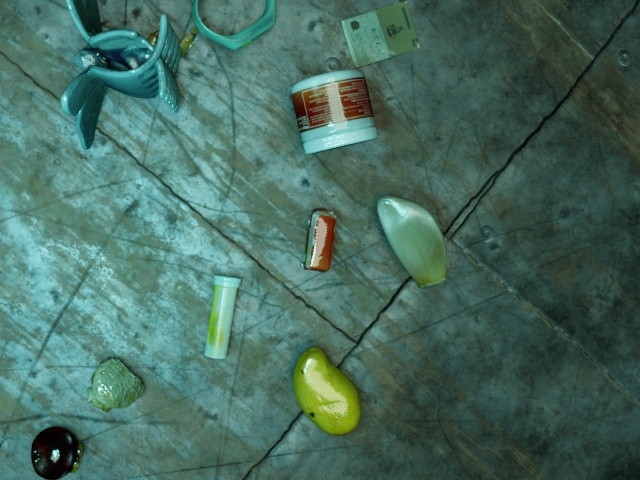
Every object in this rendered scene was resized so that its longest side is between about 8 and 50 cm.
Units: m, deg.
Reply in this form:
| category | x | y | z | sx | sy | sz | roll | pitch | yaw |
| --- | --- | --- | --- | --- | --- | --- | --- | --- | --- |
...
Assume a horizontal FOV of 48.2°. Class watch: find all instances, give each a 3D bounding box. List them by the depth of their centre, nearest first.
| category | x | y | z | sx | sy | sz | roll | pitch | yaw |
| --- | --- | --- | --- | --- | --- | --- | --- | --- | --- |
| watch | -0.218 | -0.614 | 1.871 | 0.237 | 0.068 | 0.195 | -36 | 104 | -14 |

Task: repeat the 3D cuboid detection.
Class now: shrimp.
| category | x | y | z | sx | sy | sz | roll | pitch | yaw |
| --- | --- | --- | --- | --- | --- | --- | --- | --- | --- |
| shrimp | -0.390 | -0.516 | 1.866 | 0.162 | 0.045 | 0.095 | -42 | 79 | -3 |

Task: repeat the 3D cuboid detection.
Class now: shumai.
| category | x | y | z | sx | sy | sz | roll | pitch | yaw |
| --- | --- | --- | --- | --- | --- | --- | --- | --- | --- |
| shumai | -0.544 | 0.378 | 1.837 | 0.116 | 0.145 | 0.145 | -31 | 101 | 33 |

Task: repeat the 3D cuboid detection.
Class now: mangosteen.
| category | x | y | z | sx | sy | sz | roll | pitch | yaw |
| --- | --- | --- | --- | --- | --- | --- | --- | --- | --- |
| mangosteen | -0.661 | 0.538 | 1.813 | 0.140 | 0.140 | 0.140 | -1 | 93 | -13 |

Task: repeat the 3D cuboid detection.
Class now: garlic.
| category | x | y | z | sx | sy | sz | roll | pitch | yaw |
| --- | --- | --- | --- | --- | --- | --- | --- | --- | --- |
| garlic | 0.268 | -0.004 | 1.992 | 0.143 | 0.112 | 0.318 | -25 | 105 | 13 |

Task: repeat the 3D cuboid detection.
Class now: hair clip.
| category | x | y | z | sx | sy | sz | roll | pitch | yaw |
| --- | --- | --- | --- | --- | --- | --- | --- | --- | --- |
| hair clip | -0.465 | -0.418 | 1.695 | 0.239 | 0.318 | 0.392 | 3 | 90 | -5 |

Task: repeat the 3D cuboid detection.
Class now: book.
| category | x | y | z | sx | sy | sz | roll | pitch | yaw |
| --- | --- | --- | --- | --- | --- | --- | --- | --- | --- |
| book | 0.168 | -0.574 | 1.992 | 0.199 | 0.016 | 0.138 | -20 | 97 | -11 |

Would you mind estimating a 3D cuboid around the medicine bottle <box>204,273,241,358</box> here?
| category | x | y | z | sx | sy | sz | roll | pitch | yaw |
| --- | --- | --- | --- | --- | --- | --- | --- | --- | --- |
| medicine bottle | -0.264 | 0.201 | 1.905 | 0.074 | 0.074 | 0.218 | 9 | 93 | -13 |

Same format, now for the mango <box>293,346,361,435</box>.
| category | x | y | z | sx | sy | sz | roll | pitch | yaw |
| --- | --- | --- | --- | --- | --- | --- | --- | --- | --- |
| mango | 0.015 | 0.415 | 1.958 | 0.157 | 0.109 | 0.262 | -28 | 93 | 0 |

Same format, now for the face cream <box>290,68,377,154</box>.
| category | x | y | z | sx | sy | sz | roll | pitch | yaw |
| --- | --- | --- | --- | --- | --- | --- | --- | --- | --- |
| face cream | 0.035 | -0.337 | 1.879 | 0.201 | 0.201 | 0.187 | -14 | 96 | -12 |

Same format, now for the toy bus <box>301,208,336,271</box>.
| category | x | y | z | sx | sy | sz | roll | pitch | yaw |
| --- | --- | --- | --- | --- | --- | --- | --- | --- | --- |
| toy bus | 0.000 | 0.000 | 1.949 | 0.079 | 0.077 | 0.174 | 7 | 91 | -13 |
